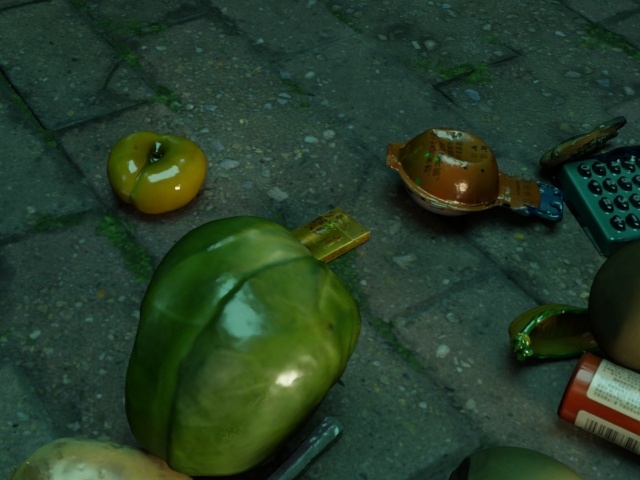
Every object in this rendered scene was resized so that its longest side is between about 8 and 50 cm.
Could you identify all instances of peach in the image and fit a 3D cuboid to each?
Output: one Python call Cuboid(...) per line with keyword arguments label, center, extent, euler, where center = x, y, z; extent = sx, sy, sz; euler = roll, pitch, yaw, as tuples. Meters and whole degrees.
Cuboid(label="peach", center=(-0.292, -0.123, 1.664), extent=(0.179, 0.103, 0.179), euler=(1, 46, -1))

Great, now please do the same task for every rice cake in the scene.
Cuboid(label="rice cake", center=(-0.043, 0.309, 1.263), extent=(0.033, 0.033, 0.208), euler=(38, 53, 19))

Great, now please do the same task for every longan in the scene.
Cuboid(label="longan", center=(0.481, 0.085, 1.347), extent=(0.212, 0.198, 0.198), euler=(-32, 51, -10))

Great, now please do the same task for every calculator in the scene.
Cuboid(label="calculator", center=(0.585, -0.081, 1.705), extent=(0.274, 0.058, 0.248), euler=(-6, 43, -9))

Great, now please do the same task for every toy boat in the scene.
Cuboid(label="toy boat", center=(0.376, 0.144, 1.422), extent=(0.230, 0.088, 0.088), euler=(-2, 27, -23))

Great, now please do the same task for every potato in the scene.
Cuboid(label="potato", center=(-0.272, 0.322, 1.179), extent=(0.235, 0.128, 0.161), euler=(-9, 60, -19))

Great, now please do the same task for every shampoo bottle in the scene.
Cuboid(label="shampoo bottle", center=(0.477, 0.257, 1.298), extent=(0.278, 0.104, 0.104), euler=(24, 47, 21))

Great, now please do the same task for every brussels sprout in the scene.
Cuboid(label="brussels sprout", center=(-0.096, 0.128, 1.236), extent=(0.276, 0.314, 0.371), euler=(20, 17, 7))

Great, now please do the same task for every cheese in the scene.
Cuboid(label="cheese", center=(0.274, -0.107, 1.667), extent=(0.330, 0.129, 0.217), euler=(16, 40, -4))

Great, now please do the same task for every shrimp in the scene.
Cuboid(label="shrimp", center=(0.508, -0.189, 1.767), extent=(0.217, 0.150, 0.051), euler=(-23, 81, -32))

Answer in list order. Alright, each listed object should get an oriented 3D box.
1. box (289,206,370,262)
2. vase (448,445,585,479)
Cuboid(label="box", center=(0.000, 0.000, 1.606), extent=(0.156, 0.022, 0.089), euler=(-27, 51, -29))
Cuboid(label="vase", center=(0.252, 0.421, 1.055), extent=(0.302, 0.241, 0.329), euler=(25, 74, 4))
